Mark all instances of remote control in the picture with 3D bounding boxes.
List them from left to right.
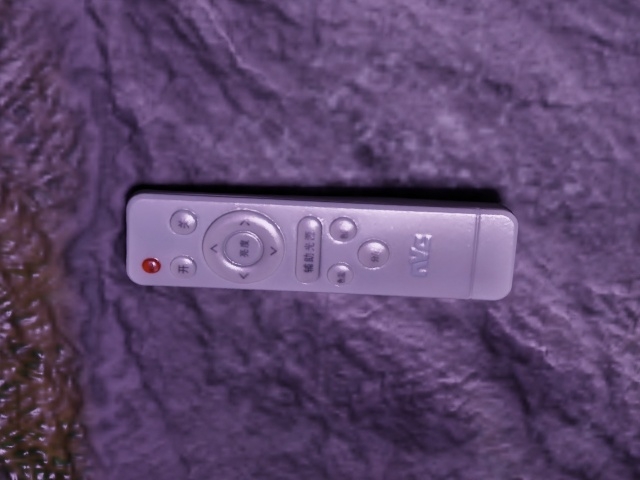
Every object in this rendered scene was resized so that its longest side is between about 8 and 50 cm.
[{"bbox_3d":[0.000,0.000,0.890,0.184,0.027,0.050,2,116,-2],"label":"remote control"}]
